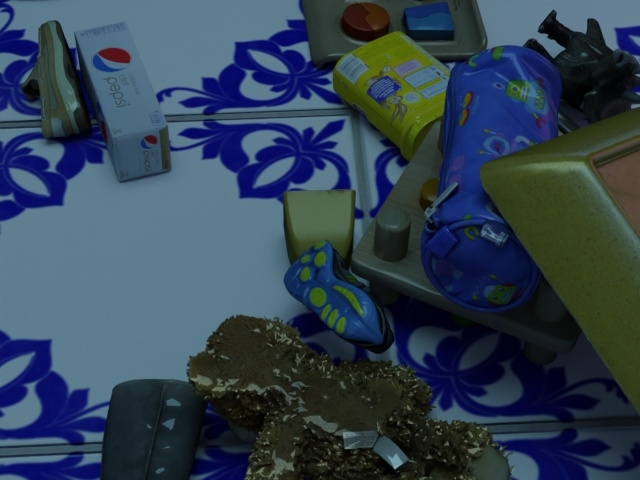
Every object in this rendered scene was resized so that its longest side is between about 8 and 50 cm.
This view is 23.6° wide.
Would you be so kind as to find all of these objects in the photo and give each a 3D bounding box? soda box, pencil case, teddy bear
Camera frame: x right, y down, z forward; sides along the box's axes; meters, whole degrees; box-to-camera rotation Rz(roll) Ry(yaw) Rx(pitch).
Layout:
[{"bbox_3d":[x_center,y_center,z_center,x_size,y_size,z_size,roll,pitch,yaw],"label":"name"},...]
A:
[{"bbox_3d":[-0.241,-0.172,1.870,0.069,0.074,0.216,-13,47,-12],"label":"soda box"},{"bbox_3d":[0.172,-0.071,1.552,0.133,0.119,0.306,34,43,-20],"label":"pencil case"},{"bbox_3d":[0.025,0.200,1.495,0.338,0.113,0.245,16,49,7],"label":"teddy bear"}]

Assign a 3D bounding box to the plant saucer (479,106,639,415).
[{"bbox_3d":[0.354,0.009,1.490,0.333,0.081,0.332,-21,73,-47],"label":"plant saucer"}]

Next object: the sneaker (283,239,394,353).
[{"bbox_3d":[0.020,0.062,1.582,0.067,0.078,0.188,-43,35,2],"label":"sneaker"}]

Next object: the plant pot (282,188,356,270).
[{"bbox_3d":[0.000,0.000,1.702,0.081,0.081,0.083,-2,61,-2],"label":"plant pot"}]

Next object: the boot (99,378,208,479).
[{"bbox_3d":[-0.136,0.231,1.489,0.190,0.076,0.208,9,40,6],"label":"boot"}]

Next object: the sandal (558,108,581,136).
[{"bbox_3d":[0.276,-0.112,1.820,0.219,0.090,0.060,39,79,24],"label":"sandal"}]

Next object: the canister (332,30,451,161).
[{"bbox_3d":[0.110,-0.176,1.875,0.126,0.073,0.170,-27,50,-23],"label":"canister"}]

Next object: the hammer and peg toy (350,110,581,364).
[{"bbox_3d":[0.245,0.005,1.661,0.361,0.127,0.266,20,49,14],"label":"hammer and peg toy"}]

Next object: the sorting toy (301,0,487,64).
[{"bbox_3d":[0.088,-0.347,2.062,0.229,0.041,0.307,-4,46,-4],"label":"sorting toy"}]

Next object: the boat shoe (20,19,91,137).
[{"bbox_3d":[-0.339,-0.201,1.909,0.072,0.068,0.190,-19,48,-2],"label":"boat shoe"}]

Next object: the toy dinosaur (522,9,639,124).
[{"bbox_3d":[0.321,-0.204,1.873,0.160,0.121,0.313,40,12,2],"label":"toy dinosaur"}]
